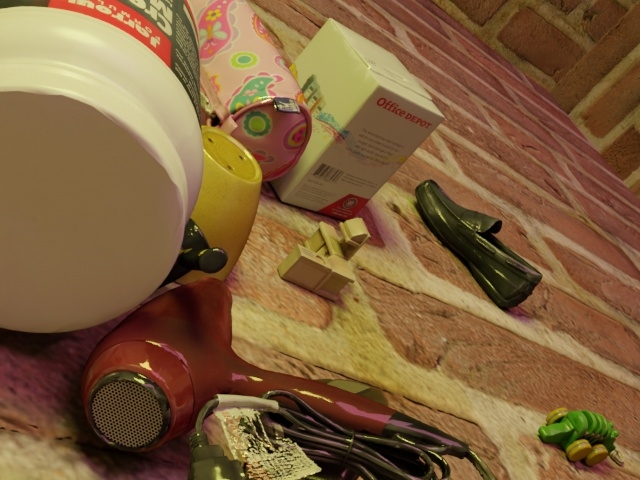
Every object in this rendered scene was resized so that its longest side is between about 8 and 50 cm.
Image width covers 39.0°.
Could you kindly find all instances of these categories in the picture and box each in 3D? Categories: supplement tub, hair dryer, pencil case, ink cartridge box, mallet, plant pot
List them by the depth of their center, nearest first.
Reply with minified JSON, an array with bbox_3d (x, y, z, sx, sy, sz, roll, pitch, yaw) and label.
[{"bbox_3d":[-0.041,0.109,0.582,0.223,0.080,0.293,12,22,-37],"label":"hair dryer"},{"bbox_3d":[-0.176,-0.088,0.614,0.191,0.191,0.272,31,25,-27],"label":"supplement tub"},{"bbox_3d":[-0.086,0.007,0.630,0.039,0.062,0.189,61,-23,-10],"label":"mallet"},{"bbox_3d":[-0.104,-0.040,0.769,0.134,0.095,0.134,35,25,-19],"label":"plant pot"},{"bbox_3d":[-0.108,-0.193,1.000,0.124,0.124,0.284,18,35,-45],"label":"pencil case"},{"bbox_3d":[0.023,-0.135,1.038,0.128,0.176,0.127,16,35,-48],"label":"ink cartridge box"}]

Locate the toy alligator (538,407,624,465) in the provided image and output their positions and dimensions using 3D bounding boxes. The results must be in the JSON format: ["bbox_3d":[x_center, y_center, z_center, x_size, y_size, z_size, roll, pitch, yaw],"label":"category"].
[{"bbox_3d":[0.322,0.227,1.056,0.189,0.051,0.056,22,31,-41],"label":"toy alligator"}]

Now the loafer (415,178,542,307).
[{"bbox_3d":[0.220,-0.008,1.265,0.223,0.078,0.076,51,24,19],"label":"loafer"}]

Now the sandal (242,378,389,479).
[{"bbox_3d":[-0.010,0.169,0.596,0.089,0.060,0.219,11,34,5],"label":"sandal"}]

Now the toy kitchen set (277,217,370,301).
[{"bbox_3d":[0.000,0.000,0.905,0.075,0.068,0.083,26,28,-35],"label":"toy kitchen set"}]
